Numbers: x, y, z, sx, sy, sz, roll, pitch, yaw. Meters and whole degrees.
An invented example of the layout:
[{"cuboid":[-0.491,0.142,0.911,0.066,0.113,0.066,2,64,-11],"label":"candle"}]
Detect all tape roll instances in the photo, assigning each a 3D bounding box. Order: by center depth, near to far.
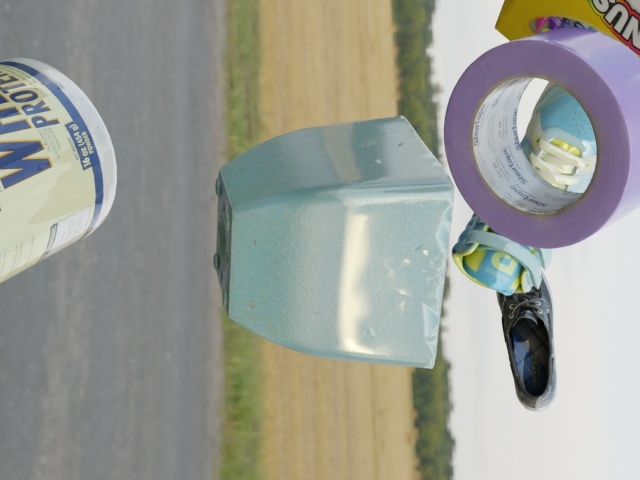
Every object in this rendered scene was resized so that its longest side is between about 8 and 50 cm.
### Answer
[{"cuboid":[0.210,-0.093,1.087,0.080,0.189,0.189,-23,115,-47],"label":"tape roll"}]

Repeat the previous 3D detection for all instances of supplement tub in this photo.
[{"cuboid":[-0.416,-0.052,1.354,0.325,0.235,0.235,-35,129,-45],"label":"supplement tub"}]

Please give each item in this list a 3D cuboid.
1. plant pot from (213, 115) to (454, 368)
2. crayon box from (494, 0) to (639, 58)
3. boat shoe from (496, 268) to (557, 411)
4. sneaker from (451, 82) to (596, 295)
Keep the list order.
[{"cuboid":[0.000,0.000,1.486,0.248,0.252,0.247,-113,-156,-63],"label":"plant pot"},{"cuboid":[0.406,-0.281,1.455,0.363,0.106,0.313,47,-35,24],"label":"crayon box"},{"cuboid":[0.286,0.121,1.676,0.076,0.080,0.228,56,32,-70],"label":"boat shoe"},{"cuboid":[0.258,-0.051,1.401,0.208,0.127,0.319,-58,174,-37],"label":"sneaker"}]
